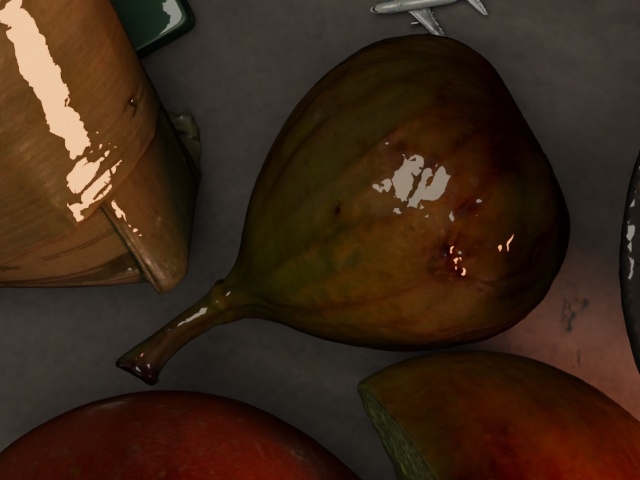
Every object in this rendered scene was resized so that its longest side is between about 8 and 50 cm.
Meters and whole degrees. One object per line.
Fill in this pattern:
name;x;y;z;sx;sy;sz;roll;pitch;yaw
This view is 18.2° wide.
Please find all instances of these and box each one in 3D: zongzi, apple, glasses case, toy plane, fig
zongzi;-0.315;-0.136;1.331;0.418;0.181;0.447;-13;124;15
apple;-0.096;0.267;1.317;0.348;0.277;0.348;0;92;8
apple;0.161;0.209;1.291;0.346;0.254;0.179;57;131;23
glasses case;-0.166;-0.219;1.452;0.078;0.039;0.184;-28;85;6
toy plane;0.078;-0.171;1.427;0.084;0.024;0.078;-9;93;14
fig;0.000;0.000;1.336;0.321;0.217;0.217;-26;86;3

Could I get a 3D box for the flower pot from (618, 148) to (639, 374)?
flower pot;0.371;0.005;1.270;0.379;0.251;0.379;0;91;9
